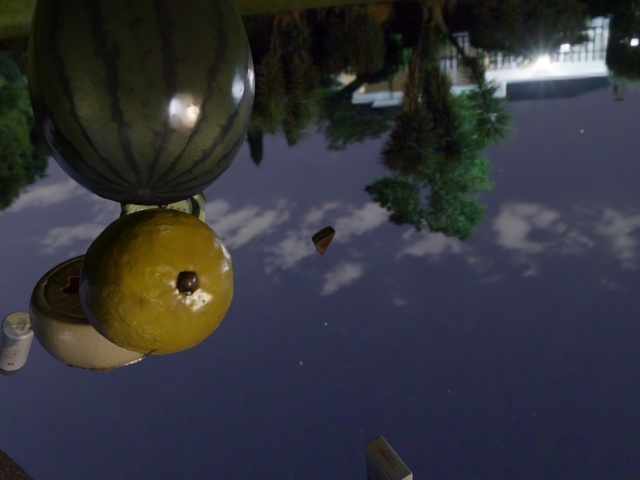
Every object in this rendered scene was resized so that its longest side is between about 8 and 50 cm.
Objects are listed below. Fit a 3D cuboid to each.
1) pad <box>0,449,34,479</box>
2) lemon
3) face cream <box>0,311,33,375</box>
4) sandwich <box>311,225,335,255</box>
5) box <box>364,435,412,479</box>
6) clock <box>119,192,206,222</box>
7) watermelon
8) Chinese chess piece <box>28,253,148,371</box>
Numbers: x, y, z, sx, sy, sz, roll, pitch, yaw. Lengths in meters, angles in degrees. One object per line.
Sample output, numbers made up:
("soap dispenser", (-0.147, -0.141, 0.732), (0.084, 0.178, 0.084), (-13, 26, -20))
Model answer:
("pad", (-0.575, 0.517, 0.915), (0.330, 0.220, 0.004), (-46, -166, -27))
("lemon", (-0.308, 0.077, 1.111), (0.297, 0.297, 0.297), (-5, -156, 2))
("face cream", (-0.918, 0.325, 1.750), (0.092, 0.311, 0.092), (18, -133, -20))
("sandwich", (0.000, 0.000, 1.397), (0.044, 0.083, 0.031), (3, -142, -35))
("box", (0.131, 0.462, 1.130), (0.048, 0.152, 0.100), (-22, -139, -21))
("clock", (-0.424, -0.095, 1.569), (0.235, 0.308, 0.096), (-5, -132, -30))
("watermelon", (-0.225, -0.221, 0.752), (0.279, 0.359, 0.279), (-10, 163, -3))
("Chinese chess piece", (-0.513, 0.158, 1.409), (0.338, 0.140, 0.338), (5, -150, -3))
